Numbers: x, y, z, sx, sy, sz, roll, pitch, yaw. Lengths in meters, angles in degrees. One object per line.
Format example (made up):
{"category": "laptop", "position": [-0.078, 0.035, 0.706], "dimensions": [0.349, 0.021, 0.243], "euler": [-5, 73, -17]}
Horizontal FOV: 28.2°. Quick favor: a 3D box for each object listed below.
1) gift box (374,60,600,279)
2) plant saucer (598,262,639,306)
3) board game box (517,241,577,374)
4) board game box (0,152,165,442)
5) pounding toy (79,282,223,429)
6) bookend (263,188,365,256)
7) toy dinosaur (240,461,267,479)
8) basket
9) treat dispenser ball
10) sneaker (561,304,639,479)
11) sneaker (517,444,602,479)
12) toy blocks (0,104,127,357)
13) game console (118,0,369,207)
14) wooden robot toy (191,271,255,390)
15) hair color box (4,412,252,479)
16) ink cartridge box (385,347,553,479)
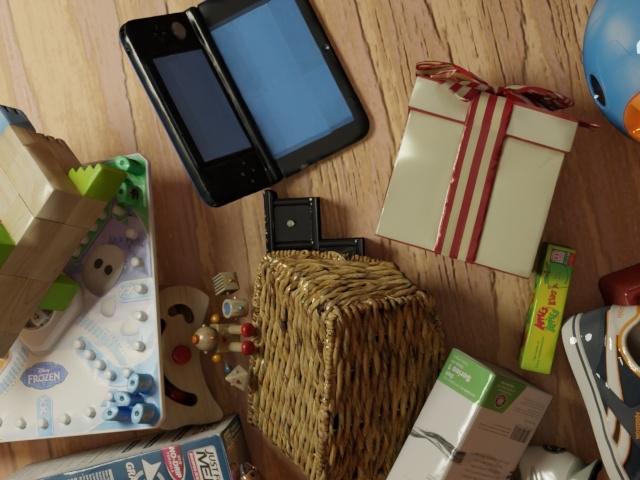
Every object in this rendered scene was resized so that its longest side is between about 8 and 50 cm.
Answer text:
{"category": "gift box", "position": [0.224, -0.099, 1.756], "dimensions": [0.255, 0.276, 0.258], "euler": [15, 92, -1]}
{"category": "plant saucer", "position": [0.568, 0.135, 1.844], "dimensions": [0.258, 0.048, 0.259], "euler": [-20, 91, 6]}
{"category": "board game box", "position": [0.326, 0.096, 1.840], "dimensions": [0.043, 0.092, 0.181], "euler": [12, 93, 4]}
{"category": "board game box", "position": [-0.415, 0.090, 1.839], "dimensions": [0.390, 0.050, 0.390], "euler": [-8, 80, 22]}
{"category": "pounding toy", "position": [-0.242, 0.150, 1.905], "dimensions": [0.154, 0.155, 0.269], "euler": [-28, 100, -23]}
{"category": "bookend", "position": [0.000, 0.000, 1.875], "dimensions": [0.157, 0.072, 0.156], "euler": [-2, 92, 5]}
{"category": "toy dinosaur", "position": [0.004, 0.424, 1.828], "dimensions": [0.295, 0.200, 0.127], "euler": [24, 94, 3]}
{"category": "basket", "position": [0.038, 0.169, 1.825], "dimensions": [0.213, 0.223, 0.299], "euler": [-10, 115, -29]}
{"category": "treat dispenser ball", "position": [0.499, -0.257, 1.712], "dimensions": [0.288, 0.288, 0.288], "euler": [0, 92, 5]}
{"category": "sneaker", "position": [0.451, 0.243, 1.786], "dimensions": [0.127, 0.126, 0.321], "euler": [-20, 92, 29]}
{"category": "sneaker", "position": [0.297, 0.453, 1.858], "dimensions": [0.146, 0.122, 0.330], "euler": [16, 93, 22]}
{"category": "toy blocks", "position": [-0.460, -0.032, 1.766], "dimensions": [0.381, 0.190, 0.261], "euler": [-53, 54, 19]}
{"category": "game console", "position": [-0.105, -0.228, 1.831], "dimensions": [0.173, 0.250, 0.293], "euler": [-28, 89, 32]}
{"category": "wooden robot toy", "position": [-0.145, 0.132, 1.829], "dimensions": [0.079, 0.076, 0.173], "euler": [0, 86, -35]}
{"category": "hair color box", "position": [-0.285, 0.355, 1.864], "dimensions": [0.347, 0.174, 0.105], "euler": [-15, 92, 6]}
{"category": "ink cartridge box", "position": [0.209, 0.282, 1.795], "dimensions": [0.092, 0.160, 0.219], "euler": [30, 94, 44]}
